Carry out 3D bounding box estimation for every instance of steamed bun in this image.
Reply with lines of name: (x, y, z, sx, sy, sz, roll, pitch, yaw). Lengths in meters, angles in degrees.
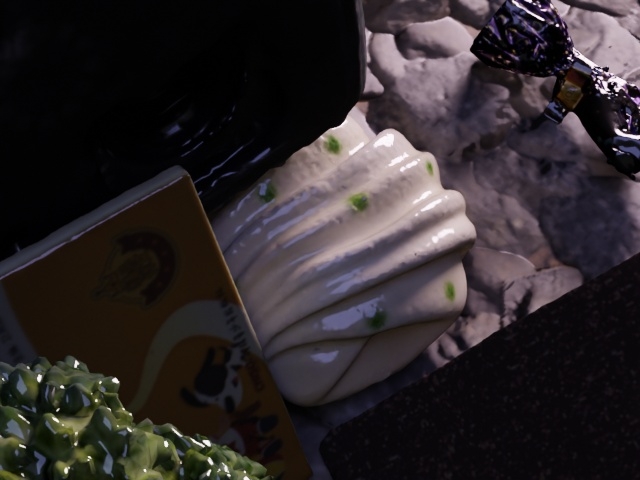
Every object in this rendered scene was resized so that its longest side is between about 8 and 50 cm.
steamed bun: (0.000, 0.000, 0.678, 0.183, 0.106, 0.182, 3, 62, -5)

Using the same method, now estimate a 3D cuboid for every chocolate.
chocolate: (0.168, -0.100, 0.775, 0.072, 0.070, 0.147, -35, 80, -30)

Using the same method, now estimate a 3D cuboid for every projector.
projector: (-0.243, -0.161, 0.624, 0.395, 0.242, 0.405, -35, 56, -15)

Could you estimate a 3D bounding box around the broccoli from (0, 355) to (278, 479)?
broccoli: (-0.103, 0.209, 0.477, 0.235, 0.288, 0.260, -32, 28, 13)

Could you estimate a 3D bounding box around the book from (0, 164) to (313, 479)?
book: (-0.156, 0.118, 0.567, 0.295, 0.207, 0.020, -31, 33, -18)

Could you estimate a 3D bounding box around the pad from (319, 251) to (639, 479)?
pad: (0.175, 0.119, 0.592, 0.330, 0.004, 0.220, -32, 66, 15)
